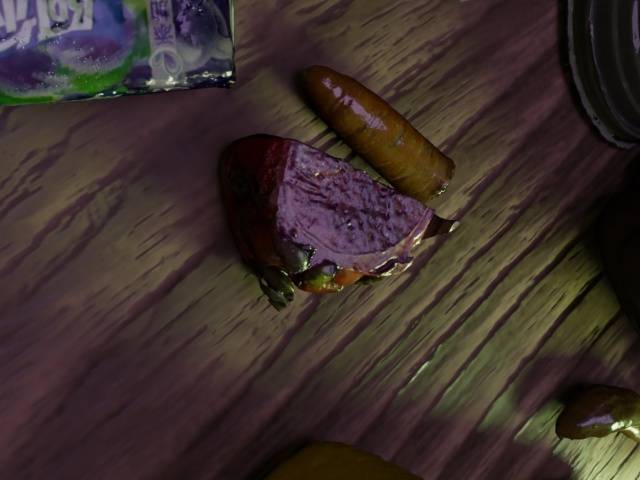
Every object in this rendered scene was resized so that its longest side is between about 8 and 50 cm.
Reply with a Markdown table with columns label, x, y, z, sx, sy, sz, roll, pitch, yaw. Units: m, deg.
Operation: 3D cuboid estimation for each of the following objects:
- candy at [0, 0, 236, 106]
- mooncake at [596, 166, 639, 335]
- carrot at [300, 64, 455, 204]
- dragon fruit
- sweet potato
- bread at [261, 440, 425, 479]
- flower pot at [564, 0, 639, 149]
| label | x | y | z | sx | sy | sz | roll | pitch | yaw |
| --- | --- | --- | --- | --- | --- | --- | --- | --- | --- |
| candy | -0.186 | -0.107 | 0.382 | 0.312 | 0.061 | 0.088 | -13 | 105 | -35 |
| mooncake | 0.404 | -0.010 | 0.697 | 0.306 | 0.306 | 0.154 | -42 | 112 | -25 |
| carrot | 0.039 | -0.078 | 0.561 | 0.139 | 0.048 | 0.048 | 36 | 74 | -32 |
| dragon fruit | 0.000 | 0.000 | 0.511 | 0.147 | 0.102 | 0.096 | 23 | 74 | -26 |
| sweet potato | 0.298 | 0.173 | 0.779 | 0.182 | 0.053 | 0.054 | 16 | 47 | -39 |
| bread | 0.008 | 0.281 | 0.409 | 0.323 | 0.333 | 0.143 | -41 | 115 | -22 |
| flower pot | 0.346 | -0.202 | 0.717 | 0.235 | 0.140 | 0.235 | -7 | 101 | -37 |
